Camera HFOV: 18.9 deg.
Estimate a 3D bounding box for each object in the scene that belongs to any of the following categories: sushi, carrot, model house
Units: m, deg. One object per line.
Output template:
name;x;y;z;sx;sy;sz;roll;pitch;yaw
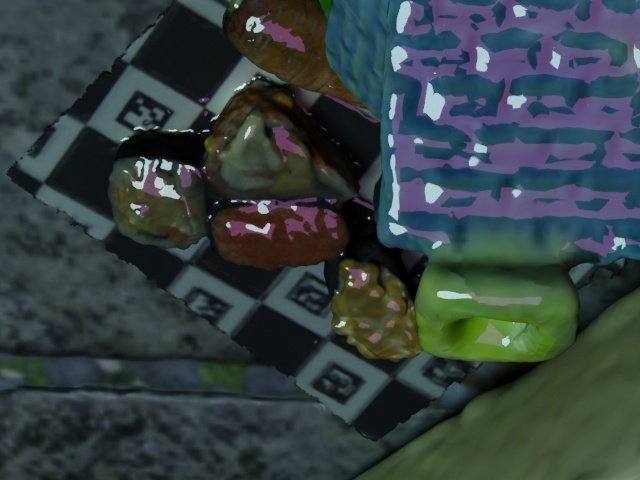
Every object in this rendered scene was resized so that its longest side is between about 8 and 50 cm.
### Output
sushi;0.000;0.000;0.711;0.201;0.031;0.139;37;119;-21
carrot;0.039;-0.053;0.669;0.165;0.035;0.035;21;124;-23
model house;0.094;-0.046;0.545;0.214;0.189;0.195;3;146;-3

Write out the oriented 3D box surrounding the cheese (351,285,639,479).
cheese;0.193;0.180;0.751;0.384;0.104;0.384;7;126;9
